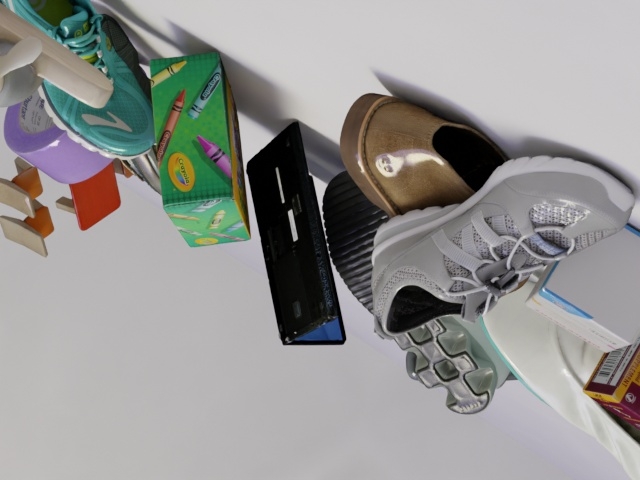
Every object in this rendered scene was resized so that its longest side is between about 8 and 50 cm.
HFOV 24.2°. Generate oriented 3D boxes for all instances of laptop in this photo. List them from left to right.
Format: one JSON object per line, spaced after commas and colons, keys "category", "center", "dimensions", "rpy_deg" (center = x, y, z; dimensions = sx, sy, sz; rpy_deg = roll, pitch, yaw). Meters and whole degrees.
{"category": "laptop", "center": [0.000, 0.000, 1.819], "dimensions": [0.136, 0.234, 0.264], "rpy_deg": [-8, 168, -24]}

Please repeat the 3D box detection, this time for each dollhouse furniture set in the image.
{"category": "dollhouse furniture set", "center": [-0.341, -0.133, 2.159], "dimensions": [0.135, 0.262, 0.259], "rpy_deg": [25, 139, 34]}

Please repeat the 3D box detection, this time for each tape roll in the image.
{"category": "tape roll", "center": [-0.316, -0.173, 1.932], "dimensions": [0.080, 0.189, 0.189], "rpy_deg": [37, 171, -38]}

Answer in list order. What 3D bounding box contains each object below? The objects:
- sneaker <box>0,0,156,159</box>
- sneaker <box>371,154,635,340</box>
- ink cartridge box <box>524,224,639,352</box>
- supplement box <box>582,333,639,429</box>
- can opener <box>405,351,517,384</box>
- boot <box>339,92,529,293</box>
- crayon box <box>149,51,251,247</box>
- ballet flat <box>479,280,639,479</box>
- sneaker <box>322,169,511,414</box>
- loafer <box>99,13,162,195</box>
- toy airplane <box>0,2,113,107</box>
{"category": "sneaker", "center": [-0.274, -0.208, 1.659], "dimensions": [0.275, 0.107, 0.110], "rpy_deg": [54, 158, -8]}
{"category": "sneaker", "center": [0.150, 0.018, 1.261], "dimensions": [0.105, 0.115, 0.281], "rpy_deg": [30, 146, -27]}
{"category": "ink cartridge box", "center": [0.251, 0.039, 1.350], "dimensions": [0.092, 0.090, 0.143], "rpy_deg": [32, 174, 4]}
{"category": "supplement box", "center": [0.390, 0.168, 1.588], "dimensions": [0.188, 0.104, 0.081], "rpy_deg": [33, 172, -11]}
{"category": "can opener", "center": [0.247, 0.168, 1.903], "dimensions": [0.280, 0.093, 0.074], "rpy_deg": [3, -178, -17]}
{"category": "boot", "center": [0.139, -0.024, 1.385], "dimensions": [0.115, 0.112, 0.305], "rpy_deg": [12, 160, 39]}
{"category": "crayon box", "center": [-0.135, -0.097, 1.721], "dimensions": [0.081, 0.165, 0.278], "rpy_deg": [-6, 171, 0]}
{"category": "ballet flat", "center": [0.352, 0.176, 1.691], "dimensions": [0.400, 0.139, 0.139], "rpy_deg": [48, 171, -6]}
{"category": "sneaker", "center": [0.127, 0.039, 1.803], "dimensions": [0.122, 0.146, 0.330], "rpy_deg": [-19, 109, 47]}
{"category": "loafer", "center": [-0.242, -0.160, 1.834], "dimensions": [0.084, 0.096, 0.267], "rpy_deg": [-9, 129, 23]}
{"category": "toy airplane", "center": [-0.421, -0.264, 1.414], "dimensions": [0.386, 0.272, 0.384], "rpy_deg": [25, 171, 41]}
